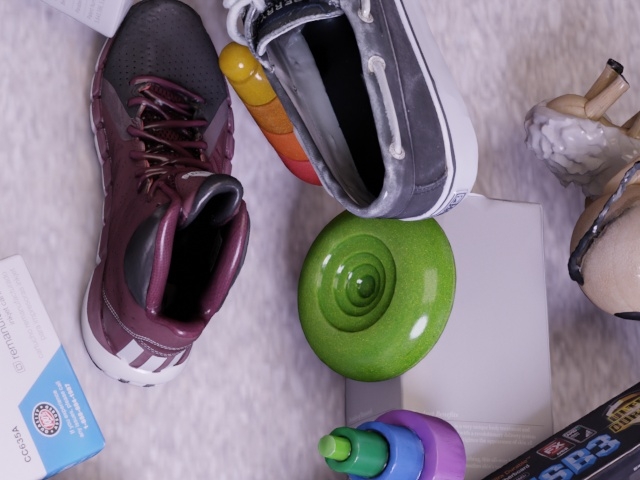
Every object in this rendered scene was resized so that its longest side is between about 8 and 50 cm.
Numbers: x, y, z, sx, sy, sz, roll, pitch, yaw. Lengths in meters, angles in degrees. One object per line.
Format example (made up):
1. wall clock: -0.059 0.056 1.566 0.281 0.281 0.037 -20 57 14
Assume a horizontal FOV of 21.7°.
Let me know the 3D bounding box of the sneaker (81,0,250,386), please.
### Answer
1. sneaker: -0.086 -0.051 1.112 0.106 0.162 0.281 7 73 -22

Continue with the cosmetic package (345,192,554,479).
1. cosmetic package: 0.090 0.090 1.188 0.127 0.107 0.238 8 69 -22

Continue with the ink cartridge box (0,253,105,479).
1. ink cartridge box: -0.252 0.110 1.038 0.191 0.082 0.139 -23 86 -29

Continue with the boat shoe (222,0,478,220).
1. boat shoe: -0.008 -0.149 1.070 0.105 0.113 0.306 -7 72 -50

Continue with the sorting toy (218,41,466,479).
1. sorting toy: 0.000 0.000 1.105 0.126 0.127 0.365 19 51 -49

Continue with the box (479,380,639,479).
1. box: 0.173 0.283 1.122 0.295 0.073 0.293 -28 115 -27

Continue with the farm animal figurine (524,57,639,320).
1. farm animal figurine: 0.303 0.050 1.215 0.327 0.330 0.172 30 107 -25

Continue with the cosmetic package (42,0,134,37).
1. cosmetic package: -0.176 -0.267 1.124 0.184 0.151 0.151 28 63 -3
